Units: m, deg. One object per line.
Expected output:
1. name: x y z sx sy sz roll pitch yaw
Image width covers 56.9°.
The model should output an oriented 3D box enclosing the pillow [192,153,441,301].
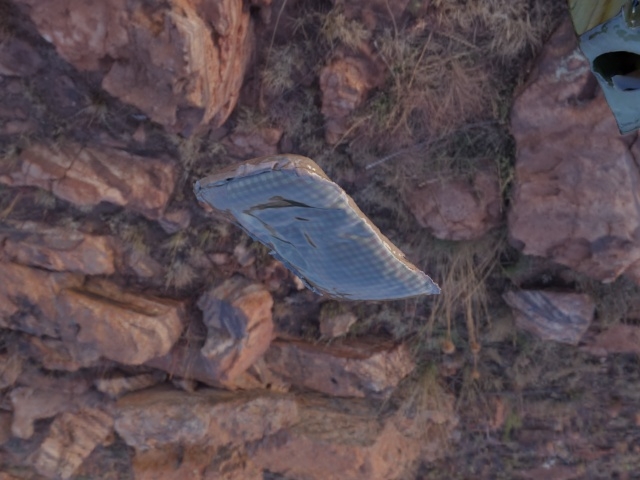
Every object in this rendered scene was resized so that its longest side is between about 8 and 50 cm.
1. pillow: -0.003 0.000 0.495 0.135 0.034 0.211 -7 144 43

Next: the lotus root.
1. lotus root: 0.363 -0.257 0.637 0.142 0.314 0.210 40 143 -18
